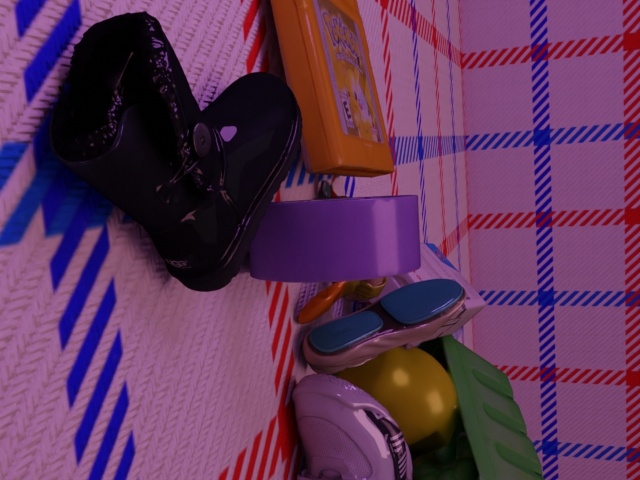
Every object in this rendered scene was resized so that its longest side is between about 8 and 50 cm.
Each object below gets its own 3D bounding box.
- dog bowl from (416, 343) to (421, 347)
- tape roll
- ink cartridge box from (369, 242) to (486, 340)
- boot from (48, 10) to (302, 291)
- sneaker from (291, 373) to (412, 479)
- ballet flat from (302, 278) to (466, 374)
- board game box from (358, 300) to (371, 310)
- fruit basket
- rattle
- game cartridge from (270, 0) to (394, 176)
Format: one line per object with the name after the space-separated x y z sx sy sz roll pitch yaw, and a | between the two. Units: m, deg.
0.252 0.227 1.496 0.166 0.074 0.298 13 77 -70 | dog bowl
0.014 -0.006 0.688 0.189 0.188 0.080 -14 101 -70 | tape roll
0.164 0.082 1.031 0.203 0.086 0.148 2 45 -55 | ink cartridge box
-0.100 -0.106 0.516 0.207 0.094 0.247 67 35 -54 | boot
0.031 0.360 0.775 0.210 0.137 0.366 -42 114 -50 | sneaker
0.090 0.124 0.873 0.086 0.248 0.086 163 -90 -73 | ballet flat
0.118 0.073 1.180 0.193 0.045 0.147 18 72 -69 | board game box
0.152 0.305 1.008 0.283 0.392 0.392 -64 174 28 | fruit basket
0.000 0.000 0.884 0.130 0.142 0.200 164 -91 -78 | rattle
0.019 -0.248 0.851 0.285 0.052 0.324 -14 93 -70 | game cartridge
